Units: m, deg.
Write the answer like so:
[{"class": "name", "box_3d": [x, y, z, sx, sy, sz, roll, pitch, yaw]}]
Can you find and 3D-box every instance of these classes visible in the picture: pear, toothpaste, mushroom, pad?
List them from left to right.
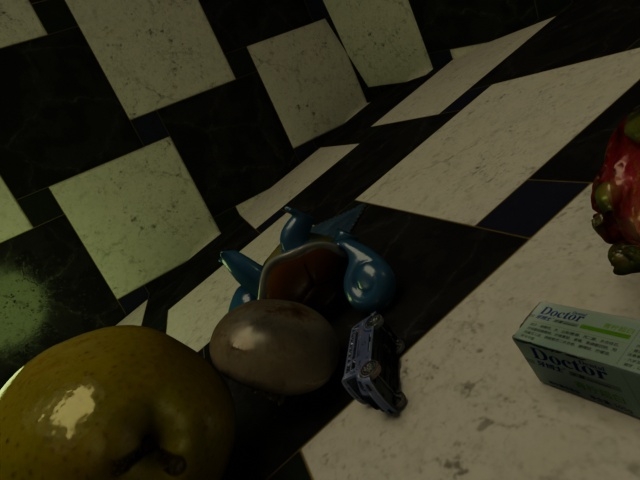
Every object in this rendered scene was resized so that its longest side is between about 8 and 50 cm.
[{"class": "pear", "box_3d": [-0.318, 0.313, 0.684, 0.418, 0.362, 0.362, -28, 20, 42]}, {"class": "mushroom", "box_3d": [-0.077, 0.195, 0.768, 0.226, 0.178, 0.226, 3, -1, 0]}, {"class": "pad", "box_3d": [0.000, 0.000, 1.359, 0.268, 0.012, 0.270, -21, 25, 40]}, {"class": "toothpaste", "box_3d": [0.322, 0.122, 0.357, 0.067, 0.081, 0.336, -43, 19, -17]}]

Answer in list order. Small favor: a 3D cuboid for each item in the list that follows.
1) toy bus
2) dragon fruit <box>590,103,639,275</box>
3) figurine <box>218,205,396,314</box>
[{"class": "toy bus", "box_3d": [0.079, 0.187, 0.670, 0.076, 0.073, 0.167, -33, 15, 23]}, {"class": "dragon fruit", "box_3d": [0.413, -0.052, 0.392, 0.302, 0.237, 0.231, -8, 54, 37]}, {"class": "figurine", "box_3d": [-0.031, 0.075, 0.966, 0.416, 0.243, 0.297, -23, -20, 31]}]
